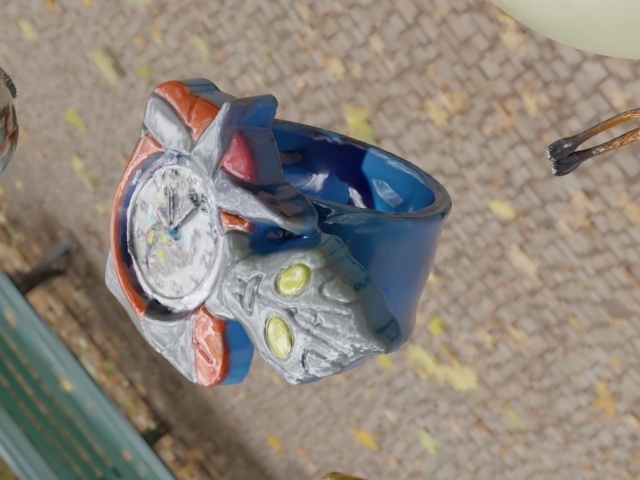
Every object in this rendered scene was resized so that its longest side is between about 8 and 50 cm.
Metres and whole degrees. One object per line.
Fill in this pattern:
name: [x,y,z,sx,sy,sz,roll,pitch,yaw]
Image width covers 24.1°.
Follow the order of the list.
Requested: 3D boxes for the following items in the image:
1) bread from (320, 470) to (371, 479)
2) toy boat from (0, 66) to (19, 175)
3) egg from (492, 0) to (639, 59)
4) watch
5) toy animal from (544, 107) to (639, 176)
bread: [0.050,0.217,1.075,0.136,0.054,0.154,46,141,12]
toy boat: [-0.230,-0.065,0.776,0.134,0.079,0.207,8,168,6]
egg: [0.117,-0.174,0.561,0.186,0.186,0.241,32,163,41]
watch: [0.000,0.000,1.267,0.305,0.274,0.241,32,114,33]
toy animal: [0.457,-0.106,1.675,0.284,0.302,0.225,42,163,49]
